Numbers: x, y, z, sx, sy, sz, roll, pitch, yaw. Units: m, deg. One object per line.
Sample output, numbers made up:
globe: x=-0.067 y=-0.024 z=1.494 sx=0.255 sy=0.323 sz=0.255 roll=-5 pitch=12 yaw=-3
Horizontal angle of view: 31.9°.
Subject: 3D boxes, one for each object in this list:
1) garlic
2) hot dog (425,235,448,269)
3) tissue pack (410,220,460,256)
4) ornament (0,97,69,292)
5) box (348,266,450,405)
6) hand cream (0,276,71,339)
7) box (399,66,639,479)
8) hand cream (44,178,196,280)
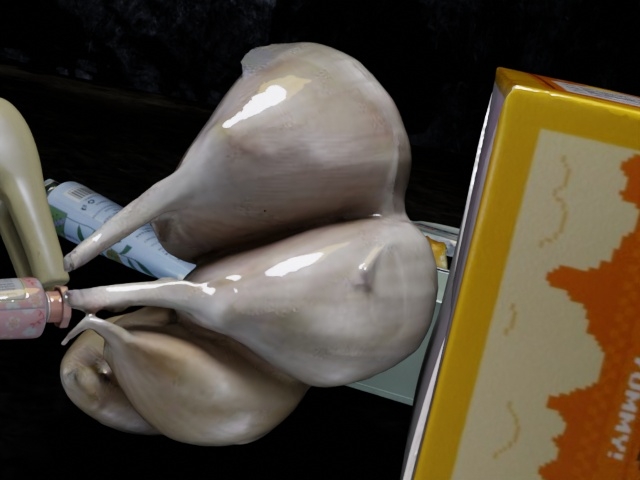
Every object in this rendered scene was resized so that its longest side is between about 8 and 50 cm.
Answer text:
garlic: x=-0.047 y=0.008 z=0.672 sx=0.237 sy=0.210 sz=0.292 roll=-21 pitch=-6 yaw=2
hot dog: x=0.000 y=0.000 z=1.193 sx=0.288 sy=0.068 sz=0.083 roll=9 pitch=5 yaw=-10
tissue pack: x=0.156 y=-0.002 z=1.457 sx=0.193 sy=0.026 sz=0.122 roll=18 pitch=12 yaw=25
ornament: x=-0.325 y=-0.062 z=0.835 sx=0.230 sy=0.245 sz=0.061 roll=-9 pitch=-16 yaw=-37
box: x=0.069 y=0.068 z=0.881 sx=0.225 sy=0.086 sz=0.129 roll=15 pitch=11 yaw=15
hand cream: x=-0.272 y=0.050 z=0.748 sx=0.209 sy=0.043 sz=0.067 roll=-1 pitch=14 yaw=-30
box: x=0.170 y=0.053 z=0.623 sx=0.213 sy=0.260 sz=0.283 roll=12 pitch=12 yaw=6
hand cream: x=-0.176 y=-0.002 z=1.053 sx=0.256 sy=0.055 sz=0.088 roll=22 pitch=7 yaw=31
